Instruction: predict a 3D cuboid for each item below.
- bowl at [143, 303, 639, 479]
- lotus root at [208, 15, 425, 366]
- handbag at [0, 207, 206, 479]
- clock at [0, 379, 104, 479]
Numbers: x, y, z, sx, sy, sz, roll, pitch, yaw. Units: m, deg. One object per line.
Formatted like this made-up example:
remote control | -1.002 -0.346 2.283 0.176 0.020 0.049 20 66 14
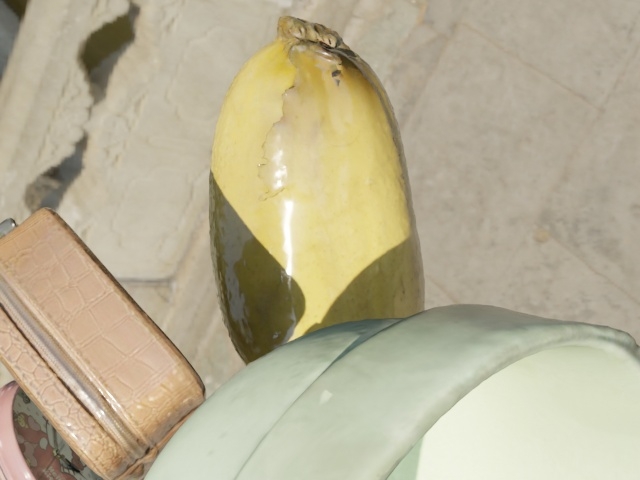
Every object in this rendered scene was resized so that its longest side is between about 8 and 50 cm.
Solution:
bowl | 0.020 0.168 0.447 0.163 0.307 0.307 14 97 41
lotus root | -0.003 0.000 0.679 0.131 0.146 0.303 -161 63 -73
handbag | -0.133 0.065 0.546 0.151 0.072 0.193 49 165 6
clock | -0.365 0.297 1.351 0.056 0.244 0.244 -34 62 13
